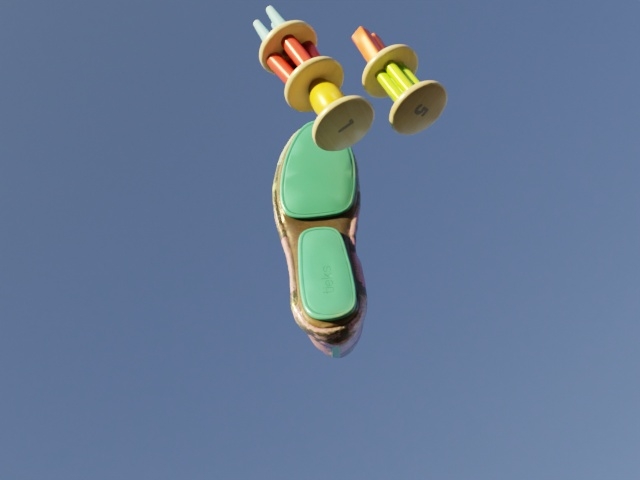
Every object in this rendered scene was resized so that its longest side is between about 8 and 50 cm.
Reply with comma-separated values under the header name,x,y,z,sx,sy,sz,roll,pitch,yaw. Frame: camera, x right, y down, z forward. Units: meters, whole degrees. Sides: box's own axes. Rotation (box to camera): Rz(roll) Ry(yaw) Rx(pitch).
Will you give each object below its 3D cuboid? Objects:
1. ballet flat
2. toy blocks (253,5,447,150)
name,x,y,z,sx,sy,sz,roll,pitch,yaw
ballet flat,0.000,0.000,0.688,0.077,0.221,0.079,-3,-37,-4
toy blocks,0.018,-0.147,0.673,0.123,0.148,0.054,-15,-36,-24
